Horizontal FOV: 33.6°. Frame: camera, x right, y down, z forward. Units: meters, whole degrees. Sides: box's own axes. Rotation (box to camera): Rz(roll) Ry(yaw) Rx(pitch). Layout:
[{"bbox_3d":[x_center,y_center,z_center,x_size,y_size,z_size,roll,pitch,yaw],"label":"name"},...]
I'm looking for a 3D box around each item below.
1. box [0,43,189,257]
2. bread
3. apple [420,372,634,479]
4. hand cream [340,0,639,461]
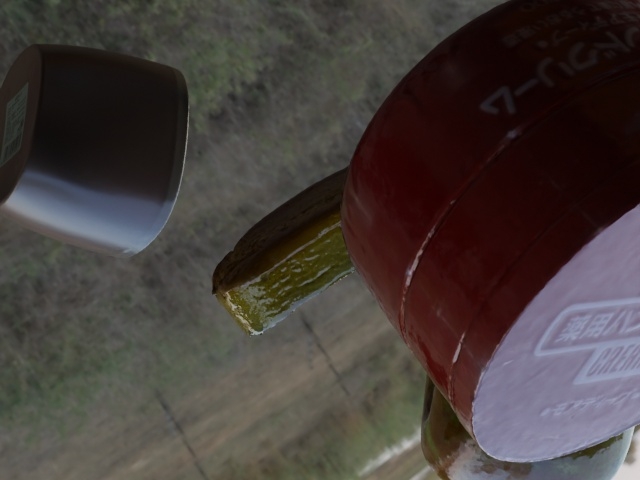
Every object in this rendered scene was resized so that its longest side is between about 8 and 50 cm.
[{"bbox_3d":[-0.346,-0.133,1.529,0.216,0.301,0.301,12,132,-33],"label":"box"},{"bbox_3d":[0.000,0.000,1.089,0.245,0.094,0.102,-34,-164,-5],"label":"bread"},{"bbox_3d":[0.231,0.183,1.180,0.246,0.226,0.246,14,90,-88],"label":"apple"},{"bbox_3d":[0.114,-0.006,0.474,0.193,0.125,0.193,-22,141,-19],"label":"hand cream"}]
